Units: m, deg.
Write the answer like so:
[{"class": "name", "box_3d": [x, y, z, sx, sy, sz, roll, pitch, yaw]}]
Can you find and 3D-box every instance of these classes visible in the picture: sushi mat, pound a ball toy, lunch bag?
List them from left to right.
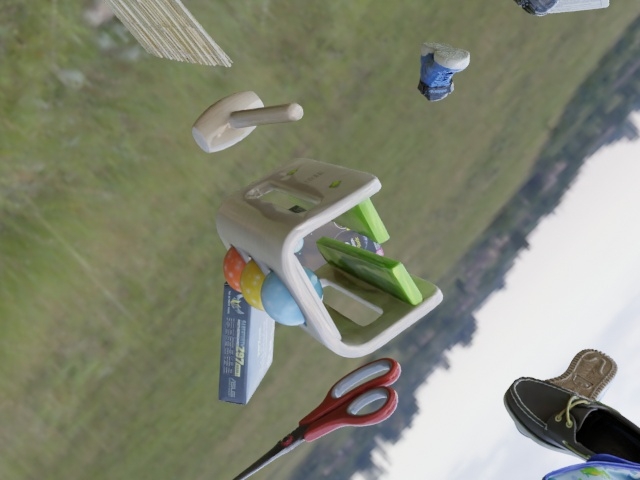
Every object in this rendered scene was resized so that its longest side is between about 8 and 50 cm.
[{"class": "sushi mat", "box_3d": [-0.240, -0.321, 1.656, 0.316, 0.151, 0.019, 48, 60, -56]}, {"class": "pound a ball toy", "box_3d": [-0.039, -0.020, 1.179, 0.136, 0.208, 0.319, -33, -165, -10]}, {"class": "lunch bag", "box_3d": [0.296, 0.304, 1.395, 0.151, 0.096, 0.128, -6, 139, -26]}]

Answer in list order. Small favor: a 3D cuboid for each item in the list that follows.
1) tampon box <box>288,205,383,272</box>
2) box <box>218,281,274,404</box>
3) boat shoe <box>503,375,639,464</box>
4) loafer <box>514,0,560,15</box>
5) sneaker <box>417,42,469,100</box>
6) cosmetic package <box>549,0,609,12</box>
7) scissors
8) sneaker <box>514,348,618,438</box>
[{"class": "tampon box", "box_3d": [0.000, 0.000, 2.133, 0.161, 0.120, 0.101, -28, -158, -17]}, {"class": "box", "box_3d": [-0.129, 0.155, 2.315, 0.183, 0.059, 0.232, -53, 149, -67]}, {"class": "boat shoe", "box_3d": [0.318, 0.222, 1.508, 0.081, 0.228, 0.068, -44, 151, -26]}, {"class": "loafer", "box_3d": [0.254, -0.410, 1.770, 0.078, 0.223, 0.076, -47, -171, -1]}, {"class": "sneaker", "box_3d": [0.189, -0.253, 1.964, 0.058, 0.084, 0.152, -3, -163, -15]}, {"class": "cosmetic package", "box_3d": [0.431, -0.528, 2.274, 0.153, 0.129, 0.296, -2, 165, 14]}, {"class": "scissors", "box_3d": [-0.026, 0.241, 1.611, 0.297, 0.021, 0.109, -30, -149, 12]}, {"class": "sneaker", "box_3d": [0.390, 0.296, 2.108, 0.282, 0.099, 0.153, -26, 143, -48]}]
